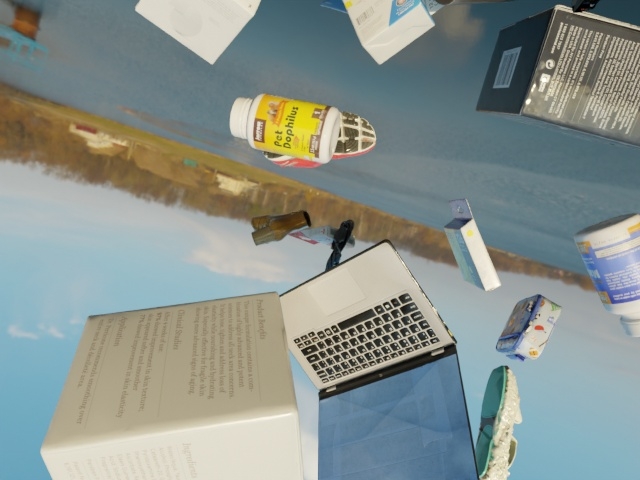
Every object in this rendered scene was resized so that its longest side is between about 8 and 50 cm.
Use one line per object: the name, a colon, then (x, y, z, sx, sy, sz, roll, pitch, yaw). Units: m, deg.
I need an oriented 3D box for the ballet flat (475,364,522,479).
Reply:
ballet flat: (0.624, 0.647, 1.716, 0.146, 0.409, 0.147, 19, 159, 8)

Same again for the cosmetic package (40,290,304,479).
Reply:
cosmetic package: (-0.245, 0.341, 0.961, 0.393, 0.328, 0.329, -6, -149, -7)

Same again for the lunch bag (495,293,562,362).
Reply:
lunch bag: (0.751, 0.329, 1.810, 0.114, 0.243, 0.303, 30, 169, 12)

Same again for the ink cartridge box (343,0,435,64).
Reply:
ink cartridge box: (0.120, -0.493, 0.997, 0.134, 0.231, 0.078, -29, 153, 26)

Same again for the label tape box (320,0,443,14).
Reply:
label tape box: (0.212, -0.700, 1.411, 0.249, 0.347, 0.115, 43, 168, 45)

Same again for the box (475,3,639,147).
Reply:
box: (0.794, -0.472, 1.507, 0.471, 0.298, 0.480, 13, -164, -1)

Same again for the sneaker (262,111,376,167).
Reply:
sneaker: (0.002, -0.228, 1.176, 0.278, 0.108, 0.118, -2, 165, 21)

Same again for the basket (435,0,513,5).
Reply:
basket: (0.393, -0.660, 1.217, 0.226, 0.154, 0.204, -20, -160, -25)

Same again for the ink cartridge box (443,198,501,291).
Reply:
ink cartridge box: (0.509, 0.010, 1.739, 0.072, 0.307, 0.303, -24, -179, 5)

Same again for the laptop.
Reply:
laptop: (0.066, 0.282, 1.007, 0.408, 0.381, 0.236, 56, -148, -7)

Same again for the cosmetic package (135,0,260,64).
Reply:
cosmetic package: (-0.288, -0.596, 1.200, 0.224, 0.138, 0.224, 31, 150, -28)

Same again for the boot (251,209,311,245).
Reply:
boot: (-0.140, -0.056, 1.796, 0.211, 0.104, 0.295, -19, -167, -3)

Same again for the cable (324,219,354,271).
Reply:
cable: (0.058, 0.020, 1.462, 0.047, 0.151, 0.185, 16, -142, 5)

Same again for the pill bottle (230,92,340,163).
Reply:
pill bottle: (-0.074, -0.237, 1.031, 0.214, 0.117, 0.117, 13, -176, 9)

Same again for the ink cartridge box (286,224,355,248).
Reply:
ink cartridge box: (0.000, 0.000, 1.611, 0.179, 0.045, 0.145, -13, 157, 38)

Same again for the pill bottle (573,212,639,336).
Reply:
pill bottle: (0.738, 0.085, 1.189, 0.152, 0.272, 0.152, -22, 177, -1)

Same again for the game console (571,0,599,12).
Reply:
game console: (0.552, -0.601, 0.925, 0.043, 0.213, 0.361, 3, -178, 9)
